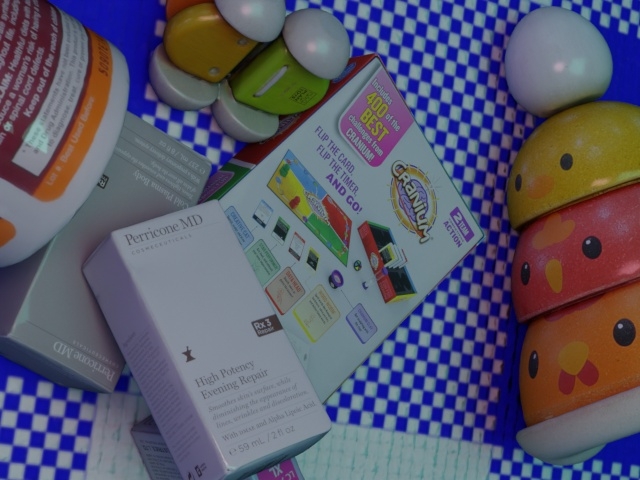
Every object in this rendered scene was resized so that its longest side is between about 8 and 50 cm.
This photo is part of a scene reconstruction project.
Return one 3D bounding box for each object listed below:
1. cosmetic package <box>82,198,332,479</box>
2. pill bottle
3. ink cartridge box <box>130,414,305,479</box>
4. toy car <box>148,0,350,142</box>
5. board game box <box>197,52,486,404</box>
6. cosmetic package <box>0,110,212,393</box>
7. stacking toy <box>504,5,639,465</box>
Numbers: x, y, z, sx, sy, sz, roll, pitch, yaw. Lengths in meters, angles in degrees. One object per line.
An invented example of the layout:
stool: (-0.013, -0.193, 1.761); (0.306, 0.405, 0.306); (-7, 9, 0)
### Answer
cosmetic package: (-0.098, 0.091, 1.452); (0.117, 0.085, 0.231); (-19, 75, -35)
pill bottle: (-0.368, -0.159, 1.354); (0.392, 0.224, 0.224); (33, 72, -32)
ink cartridge box: (-0.055, 0.304, 1.596); (0.065, 0.186, 0.311); (-29, 105, -34)
toy car: (-0.071, -0.195, 1.630); (0.182, 0.159, 0.136); (25, 39, -32)
board game box: (0.000, 0.000, 1.710); (0.316, 0.064, 0.242); (-43, 113, -27)
cosmetic package: (-0.212, 0.007, 1.539); (0.127, 0.107, 0.238); (31, 69, -34)
stacking toy: (0.308, -0.025, 1.840); (0.350, 0.350, 0.480); (-14, 79, -34)
